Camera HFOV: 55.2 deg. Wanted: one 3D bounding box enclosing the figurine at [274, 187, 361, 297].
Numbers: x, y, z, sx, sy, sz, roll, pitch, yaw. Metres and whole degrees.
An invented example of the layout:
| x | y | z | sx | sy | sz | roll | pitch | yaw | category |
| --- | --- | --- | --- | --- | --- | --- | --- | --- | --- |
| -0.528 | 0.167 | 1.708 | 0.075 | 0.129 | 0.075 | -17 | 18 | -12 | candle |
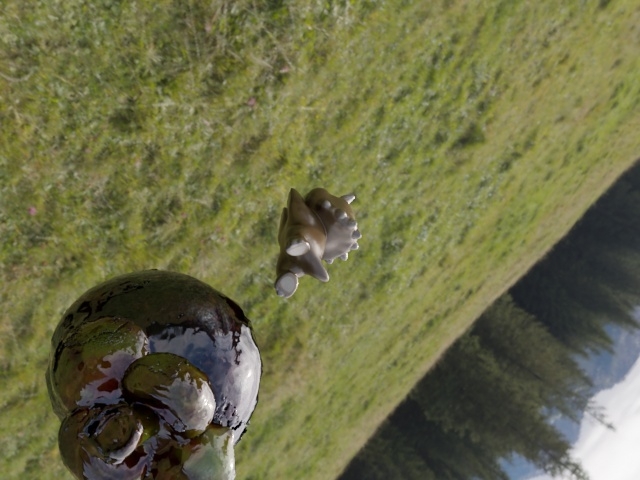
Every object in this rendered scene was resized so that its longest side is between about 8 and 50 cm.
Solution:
| x | y | z | sx | sy | sz | roll | pitch | yaw | category |
| --- | --- | --- | --- | --- | --- | --- | --- | --- | --- |
| 0.001 | -0.006 | 1.313 | 0.247 | 0.173 | 0.177 | -94 | -160 | -57 | figurine |

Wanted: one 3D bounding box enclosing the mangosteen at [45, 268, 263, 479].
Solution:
| x | y | z | sx | sy | sz | roll | pitch | yaw | category |
| --- | --- | --- | --- | --- | --- | --- | --- | --- | --- |
| -0.267 | 0.243 | 1.053 | 0.381 | 0.421 | 0.381 | -7 | 105 | -27 | mangosteen |
